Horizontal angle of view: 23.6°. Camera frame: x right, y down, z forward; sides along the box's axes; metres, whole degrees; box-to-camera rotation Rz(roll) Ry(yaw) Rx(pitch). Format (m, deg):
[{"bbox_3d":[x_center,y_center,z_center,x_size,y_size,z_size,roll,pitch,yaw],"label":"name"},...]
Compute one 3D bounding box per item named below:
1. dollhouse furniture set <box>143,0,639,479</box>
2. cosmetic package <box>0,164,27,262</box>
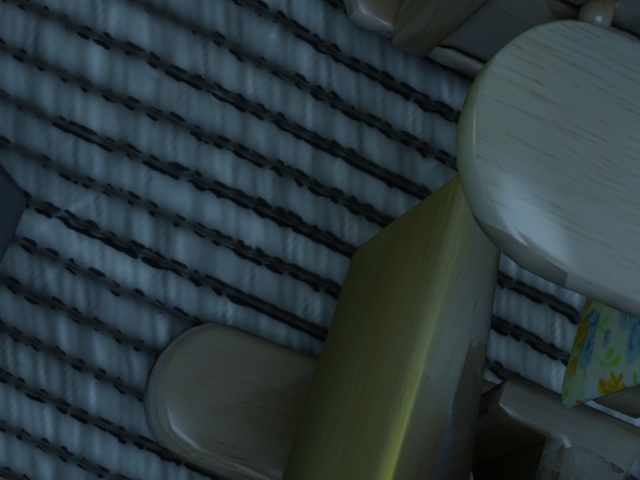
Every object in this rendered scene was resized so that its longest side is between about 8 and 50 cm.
[{"bbox_3d":[0.000,0.000,0.541,0.256,0.362,0.394,23,69,-12],"label":"dollhouse furniture set"},{"bbox_3d":[-0.313,-0.120,0.532,0.161,0.230,0.453,-38,102,1],"label":"cosmetic package"}]
